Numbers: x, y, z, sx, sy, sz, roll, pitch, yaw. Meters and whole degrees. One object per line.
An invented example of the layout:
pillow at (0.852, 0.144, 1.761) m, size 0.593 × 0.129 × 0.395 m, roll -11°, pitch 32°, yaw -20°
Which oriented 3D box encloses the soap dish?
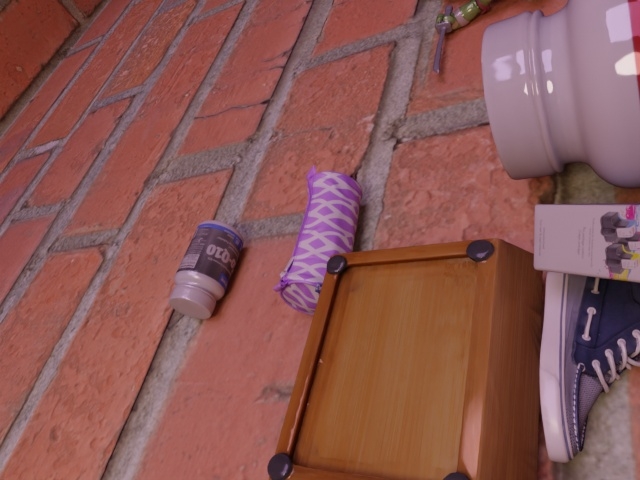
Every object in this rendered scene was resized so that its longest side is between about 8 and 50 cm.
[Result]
soap dish at (0.084, 0.132, 0.511) m, size 0.229 × 0.118 × 0.290 m, roll -6°, pitch 52°, yaw 32°

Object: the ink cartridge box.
ink cartridge box at (0.278, 0.001, 0.420) m, size 0.181 × 0.104 × 0.061 m, roll 7°, pitch 98°, yaw 58°

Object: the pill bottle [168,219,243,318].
pill bottle at (-0.173, 0.044, 0.806) m, size 0.078 × 0.078 × 0.137 m, roll -7°, pitch 51°, yaw 32°

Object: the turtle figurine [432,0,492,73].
turtle figurine at (0.216, -0.463, 0.880) m, size 0.275 × 0.197 × 0.266 m, roll -34°, pitch 38°, yaw 1°

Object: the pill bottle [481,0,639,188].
pill bottle at (0.373, -0.172, 0.483) m, size 0.408 × 0.229 × 0.228 m, roll -7°, pitch 51°, yaw 32°

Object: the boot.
boot at (0.241, 0.099, 0.461) m, size 0.086 × 0.069 × 0.189 m, roll -3°, pitch 49°, yaw 30°

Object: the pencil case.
pencil case at (0.000, 0.000, 0.710) m, size 0.086 × 0.088 × 0.206 m, roll -51°, pitch 20°, yaw 50°
